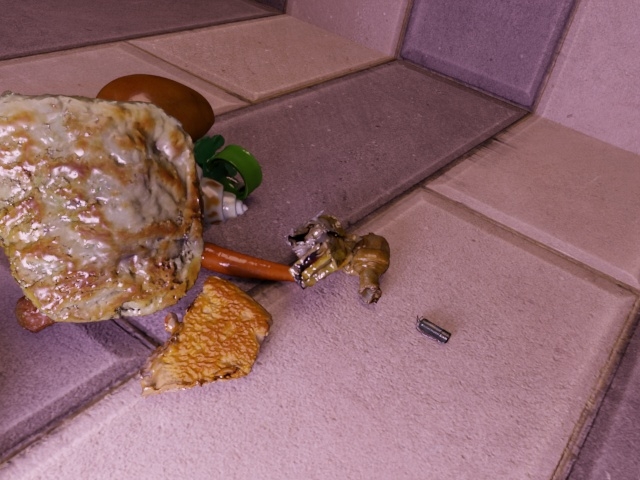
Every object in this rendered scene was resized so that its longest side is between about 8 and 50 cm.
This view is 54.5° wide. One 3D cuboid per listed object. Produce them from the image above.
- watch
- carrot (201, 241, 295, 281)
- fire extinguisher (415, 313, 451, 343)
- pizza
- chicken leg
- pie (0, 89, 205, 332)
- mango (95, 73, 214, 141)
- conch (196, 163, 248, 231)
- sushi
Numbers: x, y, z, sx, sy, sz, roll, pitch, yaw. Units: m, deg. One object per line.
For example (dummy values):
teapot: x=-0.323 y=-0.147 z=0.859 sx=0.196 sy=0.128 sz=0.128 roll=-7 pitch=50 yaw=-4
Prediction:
watch: x=-0.234 y=-0.180 z=1.565 sx=0.152 sy=0.165 sz=0.131 roll=13 pitch=41 yaw=34
carrot: x=-0.158 y=0.056 z=1.345 sx=0.271 sy=0.066 sz=0.062 roll=14 pitch=69 yaw=-1
fire extinguisher: x=0.231 y=0.187 z=1.306 sx=0.083 sy=0.025 sz=0.038 roll=32 pitch=61 yaw=26
pizza: x=-0.205 y=0.189 z=1.121 sx=0.189 sy=0.071 sz=0.297 roll=29 pitch=39 yaw=3
chicken leg: x=0.104 y=0.060 z=1.408 sx=0.103 sy=0.088 sz=0.227 roll=22 pitch=40 yaw=-5
pie: x=-0.388 y=-0.066 z=1.103 sx=0.395 sy=0.417 sz=0.180 roll=-13 pitch=13 yaw=-26
mango: x=-0.444 y=-0.337 z=1.686 sx=0.264 sy=0.221 sz=0.378 roll=22 pitch=24 yaw=22
conch: x=-0.355 y=-0.083 z=1.317 sx=0.368 sy=0.197 sz=0.249 roll=-19 pitch=0 yaw=6
sushi: x=0.004 y=0.006 z=1.353 sx=0.131 sy=0.139 sz=0.291 roll=53 pitch=13 yaw=-6
